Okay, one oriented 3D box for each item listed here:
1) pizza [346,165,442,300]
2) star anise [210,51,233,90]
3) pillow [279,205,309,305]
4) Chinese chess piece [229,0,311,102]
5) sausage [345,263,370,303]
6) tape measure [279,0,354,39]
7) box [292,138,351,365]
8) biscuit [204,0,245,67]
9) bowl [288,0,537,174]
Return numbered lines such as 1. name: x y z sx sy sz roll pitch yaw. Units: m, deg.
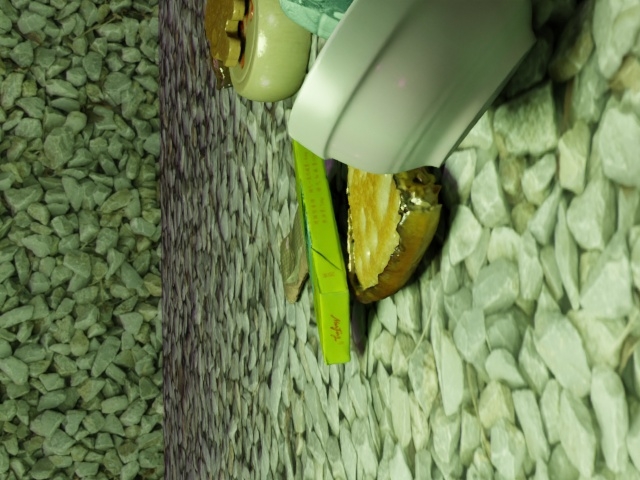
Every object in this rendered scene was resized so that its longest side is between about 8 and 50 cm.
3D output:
1. pizza: 0.078 -0.042 1.284 0.287 0.074 0.251 -107 23 -47
2. star anise: -0.191 -0.430 2.089 0.214 0.099 0.220 -100 10 -71
3. pillow: -0.040 0.023 1.724 0.211 0.034 0.135 116 146 -58
4. Chinese chess piece: -0.097 -0.385 1.769 0.273 0.102 0.273 179 90 -73
5. sausage: 0.055 0.063 1.423 0.083 0.034 0.034 -124 37 -59
6. tape measure: 0.060 -0.350 1.113 0.275 0.147 0.256 -69 3 -74
7. box: 0.000 0.000 1.469 0.187 0.047 0.335 87 174 -51
8. biscuit: -0.178 -0.403 1.798 0.236 0.040 0.144 -128 49 -64
9. bowl: 0.108 -0.176 0.958 0.287 0.144 0.287 -52 -4 -5
